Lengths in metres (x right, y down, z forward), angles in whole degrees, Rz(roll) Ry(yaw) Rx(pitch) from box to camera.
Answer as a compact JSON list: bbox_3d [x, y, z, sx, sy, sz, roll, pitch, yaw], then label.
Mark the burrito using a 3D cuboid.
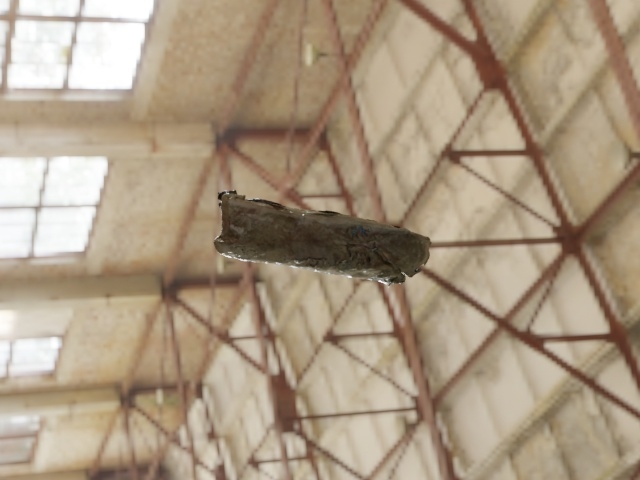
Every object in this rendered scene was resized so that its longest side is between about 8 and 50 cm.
[{"bbox_3d":[0.001,0.001,1.024,0.042,0.171,0.051,-128,-128,-59],"label":"burrito"}]
